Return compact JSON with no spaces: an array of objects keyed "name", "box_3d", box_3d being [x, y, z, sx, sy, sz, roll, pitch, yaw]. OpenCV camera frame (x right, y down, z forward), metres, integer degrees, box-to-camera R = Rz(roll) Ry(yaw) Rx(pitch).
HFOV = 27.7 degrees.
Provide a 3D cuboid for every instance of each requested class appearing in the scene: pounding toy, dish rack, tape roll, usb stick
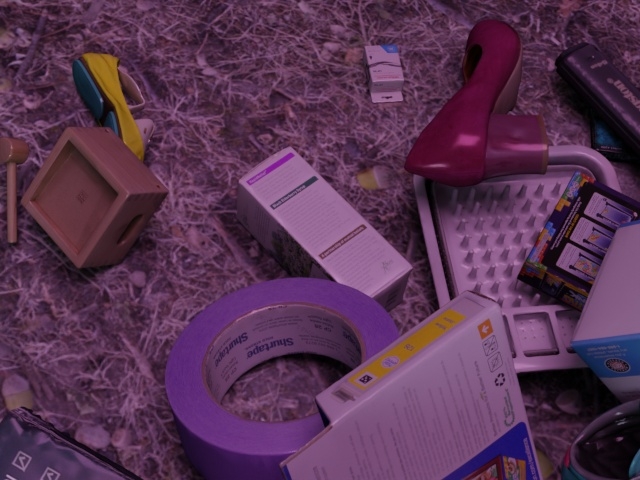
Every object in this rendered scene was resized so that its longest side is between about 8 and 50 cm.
[{"name":"pounding toy","box_3d":[-0.322,-0.062,1.657,0.206,0.181,0.094,46,24,20]},{"name":"dish rack","box_3d":[0.274,0.031,1.692,0.285,0.072,0.333,-4,59,-9]},{"name":"tape roll","box_3d":[-0.037,0.167,1.503,0.274,0.090,0.275,-5,41,5]},{"name":"usb stick","box_3d":[0.440,-0.172,1.822,0.077,0.045,0.278,-29,66,-22]}]

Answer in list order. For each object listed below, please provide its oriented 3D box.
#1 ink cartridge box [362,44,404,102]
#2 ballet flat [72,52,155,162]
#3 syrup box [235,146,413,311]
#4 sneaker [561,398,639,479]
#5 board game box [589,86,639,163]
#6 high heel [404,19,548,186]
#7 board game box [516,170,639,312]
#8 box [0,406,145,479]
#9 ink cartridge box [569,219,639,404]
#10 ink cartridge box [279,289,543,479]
[{"name":"ink cartridge box","box_3d":[0.091,-0.240,1.862,0.048,0.028,0.083,-5,59,-10]},{"name":"ballet flat","box_3d":[-0.267,-0.164,1.748,0.077,0.077,0.231,-8,57,-28]},{"name":"syrup box","box_3d":[0.000,0.000,1.663,0.096,0.093,0.237,-34,68,-24]},{"name":"sneaker","box_3d":[0.402,0.257,1.442,0.295,0.178,0.124,-5,44,21]},{"name":"board game box","box_3d":[0.480,-0.164,1.866,0.186,0.026,0.126,6,58,-3]},{"name":"high heel","box_3d":[0.186,-0.201,1.754,0.181,0.127,0.377,-1,31,-3]},{"name":"board game box","box_3d":[0.348,0.011,1.646,0.141,0.048,0.170,30,58,9]},{"name":"box","box_3d":[-0.180,0.488,1.167,0.471,0.297,0.480,27,73,11]},{"name":"ink cartridge box","box_3d":[0.469,0.122,1.517,0.270,0.198,0.197,47,54,-25]},{"name":"ink cartridge box","box_3d":[0.100,0.259,1.411,0.307,0.304,0.072,-31,31,-23]}]
